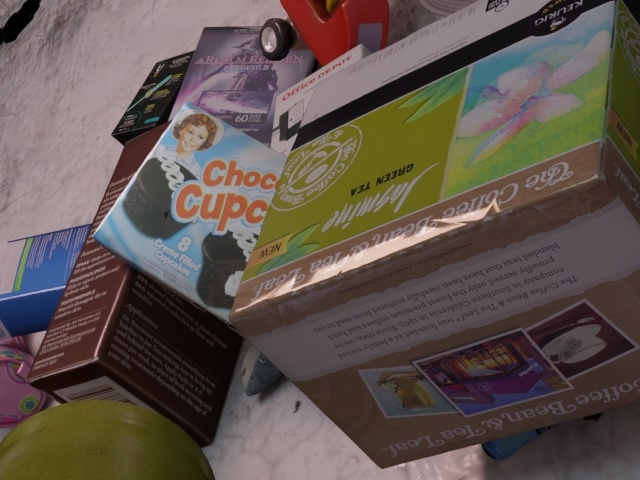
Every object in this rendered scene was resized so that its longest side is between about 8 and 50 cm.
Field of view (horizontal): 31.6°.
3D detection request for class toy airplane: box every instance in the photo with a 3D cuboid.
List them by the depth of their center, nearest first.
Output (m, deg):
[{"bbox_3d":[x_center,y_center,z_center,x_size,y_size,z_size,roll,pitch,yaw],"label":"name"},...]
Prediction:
[{"bbox_3d":[0.008,-0.453,1.523,0.272,0.384,0.386,-15,41,55],"label":"toy airplane"}]

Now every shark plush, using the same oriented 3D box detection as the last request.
[{"bbox_3d":[-0.017,0.119,1.262,0.161,0.073,0.067,-18,58,7],"label":"shark plush"}]

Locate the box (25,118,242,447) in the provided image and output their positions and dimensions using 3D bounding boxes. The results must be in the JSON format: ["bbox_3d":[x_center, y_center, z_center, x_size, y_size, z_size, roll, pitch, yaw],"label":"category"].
[{"bbox_3d":[-0.191,0.050,1.383,0.143,0.191,0.381,-18,41,38],"label":"box"}]

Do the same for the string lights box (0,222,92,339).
[{"bbox_3d":[-0.345,0.048,1.581,0.259,0.077,0.133,-11,40,8],"label":"string lights box"}]

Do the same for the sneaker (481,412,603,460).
[{"bbox_3d":[0.201,0.130,0.956,0.162,0.063,0.073,-43,35,6],"label":"sneaker"}]

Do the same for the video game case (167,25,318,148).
[{"bbox_3d":[-0.111,-0.220,1.658,0.196,0.026,0.274,2,51,14],"label":"video game case"}]

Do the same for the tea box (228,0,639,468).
[{"bbox_3d":[0.147,-0.028,0.935,0.329,0.220,0.323,-23,34,33],"label":"tea box"}]

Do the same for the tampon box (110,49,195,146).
[{"bbox_3d":[-0.227,-0.203,1.787,0.120,0.101,0.161,-5,50,46],"label":"tampon box"}]

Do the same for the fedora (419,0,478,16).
[{"bbox_3d":[0.240,-0.356,1.285,0.275,0.124,0.244,-12,27,1],"label":"fedora"}]

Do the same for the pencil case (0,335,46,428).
[{"bbox_3d":[-0.485,0.167,1.668,0.124,0.124,0.284,-47,30,-1],"label":"pencil case"}]

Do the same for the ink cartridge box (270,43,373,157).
[{"bbox_3d":[0.018,-0.132,1.435,0.153,0.087,0.208,-29,35,26],"label":"ink cartridge box"}]

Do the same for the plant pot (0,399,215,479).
[{"bbox_3d":[-0.213,0.331,0.996,0.366,0.366,0.353,-39,21,12],"label":"plant pot"}]

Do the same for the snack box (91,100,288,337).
[{"bbox_3d":[-0.062,0.005,1.217,0.322,0.060,0.187,30,79,15],"label":"snack box"}]
